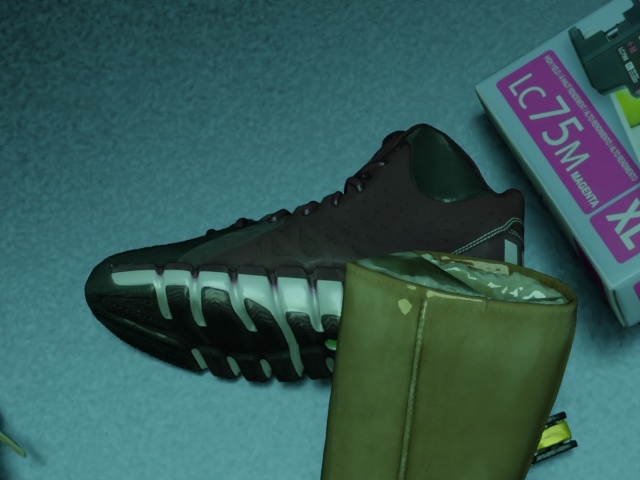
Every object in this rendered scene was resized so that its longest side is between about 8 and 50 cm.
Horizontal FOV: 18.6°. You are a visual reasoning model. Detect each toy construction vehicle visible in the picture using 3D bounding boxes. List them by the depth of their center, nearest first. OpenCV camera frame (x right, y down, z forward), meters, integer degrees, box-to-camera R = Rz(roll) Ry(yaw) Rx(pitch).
[{"bbox_3d":[0.101,0.111,1.236,0.098,0.035,0.086,-23,85,-4],"label":"toy construction vehicle"}]

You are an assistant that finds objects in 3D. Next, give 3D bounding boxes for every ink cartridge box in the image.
[{"bbox_3d":[0.272,-0.104,1.207,0.311,0.065,0.186,-30,55,1],"label":"ink cartridge box"}]

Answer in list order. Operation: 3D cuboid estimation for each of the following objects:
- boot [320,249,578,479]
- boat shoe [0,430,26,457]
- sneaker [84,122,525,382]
[{"bbox_3d":[0.009,0.132,1.146,0.236,0.089,0.269,7,113,-6],"label":"boot"},{"bbox_3d":[-0.279,0.087,1.224,0.285,0.104,0.089,43,87,11],"label":"boat shoe"},{"bbox_3d":[0.000,0.000,1.243,0.281,0.106,0.162,5,58,11],"label":"sneaker"}]
